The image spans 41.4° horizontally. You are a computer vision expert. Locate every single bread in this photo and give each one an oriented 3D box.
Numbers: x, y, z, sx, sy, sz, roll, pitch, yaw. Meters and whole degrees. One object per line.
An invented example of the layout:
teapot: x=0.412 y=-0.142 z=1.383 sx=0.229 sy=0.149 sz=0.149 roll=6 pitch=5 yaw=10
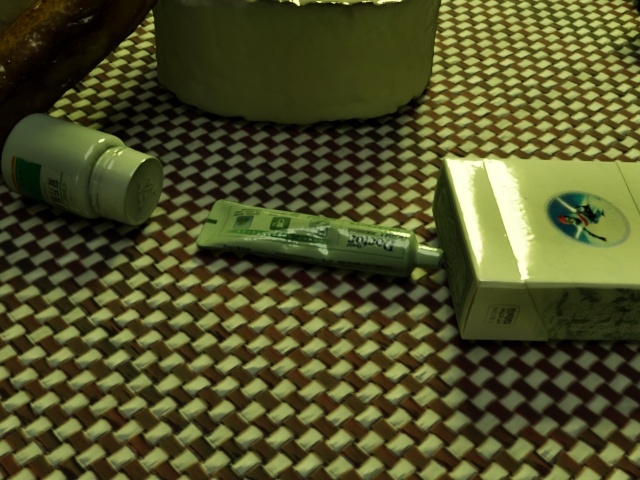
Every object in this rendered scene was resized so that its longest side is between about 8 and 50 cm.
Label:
bread: x=-0.244 y=-0.194 z=0.811 sx=0.344 sy=0.084 sz=0.124 roll=-43 pitch=37 yaw=-1

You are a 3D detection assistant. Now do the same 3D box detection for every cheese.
cheese: x=-0.029 y=-0.268 z=0.960 sx=0.332 sy=0.153 sz=0.292 roll=-1 pitch=42 yaw=-6

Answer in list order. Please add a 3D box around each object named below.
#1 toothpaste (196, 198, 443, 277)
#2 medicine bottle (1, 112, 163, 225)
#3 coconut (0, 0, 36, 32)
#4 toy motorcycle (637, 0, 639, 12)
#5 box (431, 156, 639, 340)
toothpaste: x=0.000 y=0.000 z=0.753 sx=0.218 sy=0.041 sz=0.064 roll=9 pitch=48 yaw=11
medicine bottle: x=-0.215 y=-0.062 z=0.774 sx=0.130 sy=0.080 sz=0.080 roll=19 pitch=45 yaw=16
coconut: x=-0.402 y=-0.379 z=0.919 sx=0.415 sy=0.345 sz=0.415 roll=1 pitch=15 yaw=0
toy motorcycle: x=0.509 y=-0.402 z=1.099 sx=0.125 sy=0.196 sz=0.331 roll=37 pitch=48 yaw=19
box: x=0.237 y=0.005 z=0.731 sx=0.256 sy=0.069 sz=0.164 roll=1 pitch=42 yaw=-5
